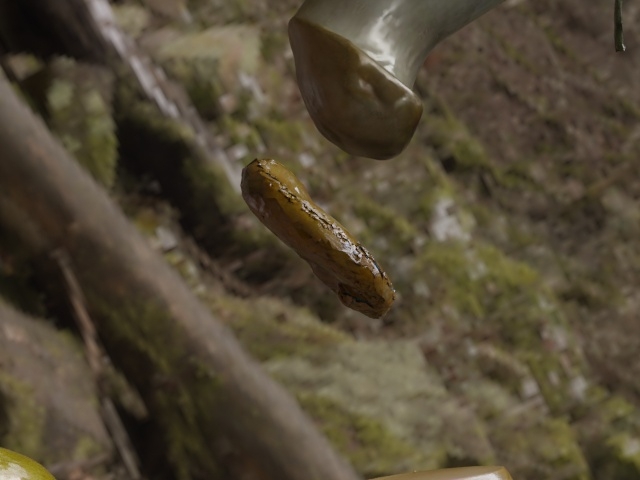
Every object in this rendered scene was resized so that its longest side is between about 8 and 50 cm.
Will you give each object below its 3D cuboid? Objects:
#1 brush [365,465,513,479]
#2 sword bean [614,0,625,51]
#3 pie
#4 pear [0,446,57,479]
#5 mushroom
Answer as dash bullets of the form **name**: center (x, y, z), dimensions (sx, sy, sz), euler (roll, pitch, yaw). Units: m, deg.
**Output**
- **brush**: center (0.091, 0.321, 1.821), dimensions (0.266, 0.174, 0.166), euler (0, 84, -47)
- **sword bean**: center (0.267, -0.209, 1.614), dimensions (0.012, 0.012, 0.083), euler (-86, 173, -72)
- **pie**: center (-0.001, 0.001, 2.184), dimensions (0.273, 0.069, 0.273), euler (46, 1, -1)
- **pear**: center (-0.387, 0.360, 1.931), dimensions (0.285, 0.285, 0.336), euler (61, -2, -13)
- **mushroom**: center (0.095, -0.199, 1.059), dimensions (0.122, 0.329, 0.159), euler (34, -9, 47)
